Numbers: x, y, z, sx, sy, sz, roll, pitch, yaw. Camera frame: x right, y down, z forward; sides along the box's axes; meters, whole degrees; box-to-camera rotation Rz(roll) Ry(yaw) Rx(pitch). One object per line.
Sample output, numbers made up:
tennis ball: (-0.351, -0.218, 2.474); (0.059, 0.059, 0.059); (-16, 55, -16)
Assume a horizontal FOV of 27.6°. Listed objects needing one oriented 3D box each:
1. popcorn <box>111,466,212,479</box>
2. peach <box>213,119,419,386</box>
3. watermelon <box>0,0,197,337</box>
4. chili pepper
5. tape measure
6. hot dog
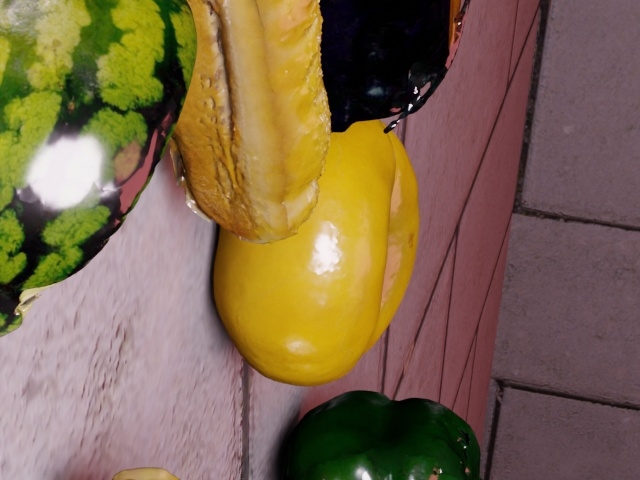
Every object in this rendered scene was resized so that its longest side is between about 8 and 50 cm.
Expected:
popcorn: (-0.066, 0.179, 0.519); (0.148, 0.152, 0.167); (84, 6, -52)
peach: (0.000, 0.000, 0.766); (0.179, 0.103, 0.179); (7, 90, -78)
watermelon: (-0.080, -0.043, 0.441); (0.087, 0.069, 0.163); (72, 32, -64)
chili pepper: (0.043, 0.197, 1.002); (0.261, 0.173, 0.165); (-50, 126, -85)
tape measure: (0.024, -0.173, 0.656); (0.202, 0.135, 0.223); (88, 14, -48)
hot dog: (-0.038, -0.120, 0.524); (0.068, 0.083, 0.289); (-47, 147, -38)
